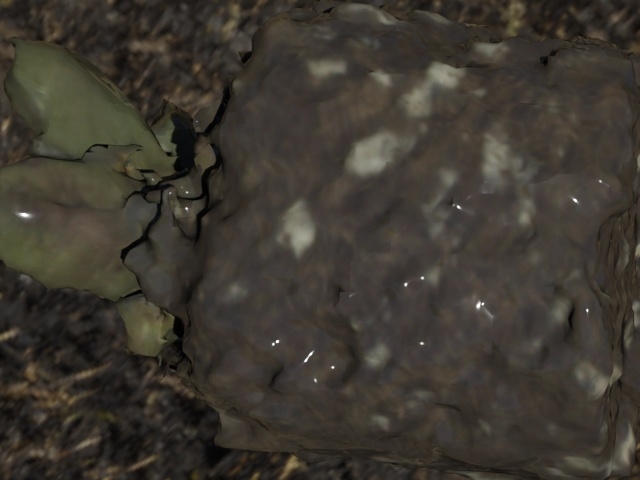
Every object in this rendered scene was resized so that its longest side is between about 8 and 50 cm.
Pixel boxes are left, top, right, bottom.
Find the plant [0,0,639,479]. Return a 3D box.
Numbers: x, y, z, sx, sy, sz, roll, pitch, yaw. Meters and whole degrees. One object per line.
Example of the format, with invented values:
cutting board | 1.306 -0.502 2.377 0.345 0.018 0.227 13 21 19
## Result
plant | 0.000 0.000 0.716 0.312 0.215 0.213 2 83 15
